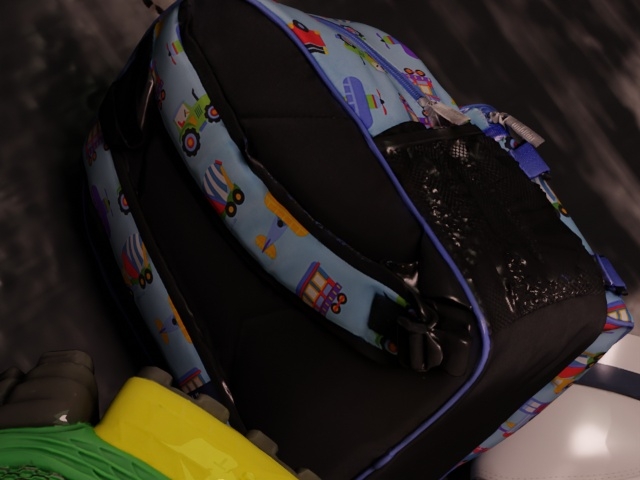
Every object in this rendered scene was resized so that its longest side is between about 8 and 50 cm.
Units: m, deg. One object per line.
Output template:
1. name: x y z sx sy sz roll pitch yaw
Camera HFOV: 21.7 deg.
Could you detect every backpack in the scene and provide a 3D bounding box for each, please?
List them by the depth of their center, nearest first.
1. backpack: 0.000 0.000 0.579 0.117 0.158 0.173 -15 63 -43

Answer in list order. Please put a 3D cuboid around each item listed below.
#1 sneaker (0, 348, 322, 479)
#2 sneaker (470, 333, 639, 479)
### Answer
1. sneaker: 0.013 0.186 0.498 0.343 0.134 0.146 31 43 -4
2. sneaker: 0.164 0.112 0.668 0.235 0.090 0.095 20 71 -17
